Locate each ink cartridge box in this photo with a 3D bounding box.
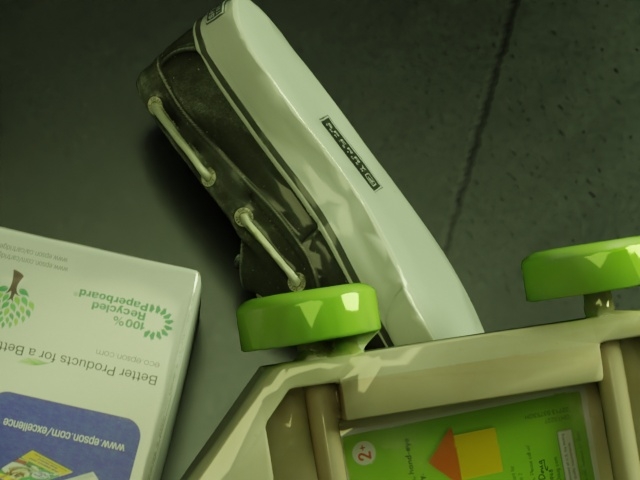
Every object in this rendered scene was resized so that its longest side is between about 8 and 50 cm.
[{"bbox_3d":[-0.163,0.154,0.743,0.165,0.065,0.333,13,68,1],"label":"ink cartridge box"}]

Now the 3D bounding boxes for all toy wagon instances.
[{"bbox_3d":[0.032,0.147,0.714,0.344,0.068,0.267,-8,88,-11],"label":"toy wagon"}]

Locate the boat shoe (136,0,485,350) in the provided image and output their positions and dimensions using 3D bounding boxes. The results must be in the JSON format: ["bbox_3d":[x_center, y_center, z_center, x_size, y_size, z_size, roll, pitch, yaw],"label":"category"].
[{"bbox_3d":[0.000,0.000,0.810,0.070,0.078,0.219,-36,83,19],"label":"boat shoe"}]
